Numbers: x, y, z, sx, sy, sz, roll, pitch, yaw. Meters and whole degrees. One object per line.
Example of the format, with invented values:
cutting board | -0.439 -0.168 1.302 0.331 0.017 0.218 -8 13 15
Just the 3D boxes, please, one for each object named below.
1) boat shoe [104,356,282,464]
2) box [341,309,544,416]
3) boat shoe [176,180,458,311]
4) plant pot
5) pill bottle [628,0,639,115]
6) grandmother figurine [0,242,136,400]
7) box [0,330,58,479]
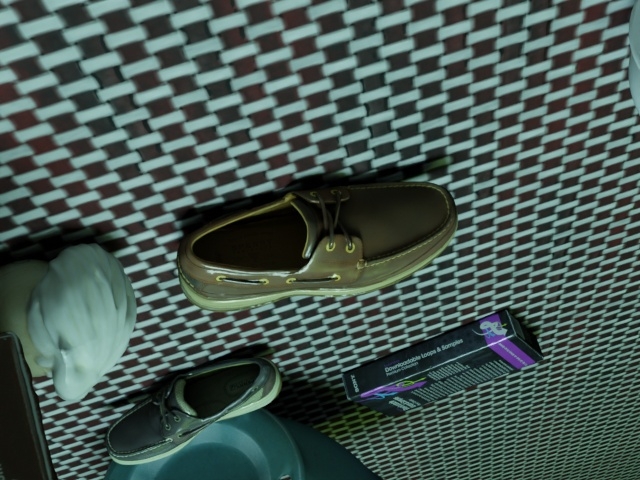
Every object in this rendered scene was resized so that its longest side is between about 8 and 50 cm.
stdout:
boat shoe | -0.106 0.128 1.166 0.152 0.056 0.049 -28 154 1
box | 0.112 0.114 1.334 0.162 0.029 0.116 -24 158 13
boat shoe | 0.000 0.000 0.892 0.178 0.064 0.060 -13 161 -5
plant pot | -0.066 0.268 1.291 0.271 0.272 0.255 -20 145 8
pill bottle | 0.225 -0.085 0.789 0.108 0.108 0.180 -24 159 18
grandmother figurine | -0.270 0.072 0.830 0.342 0.104 0.208 -14 -173 -17
box | -0.316 0.180 0.730 0.381 0.143 0.191 -13 157 -11
